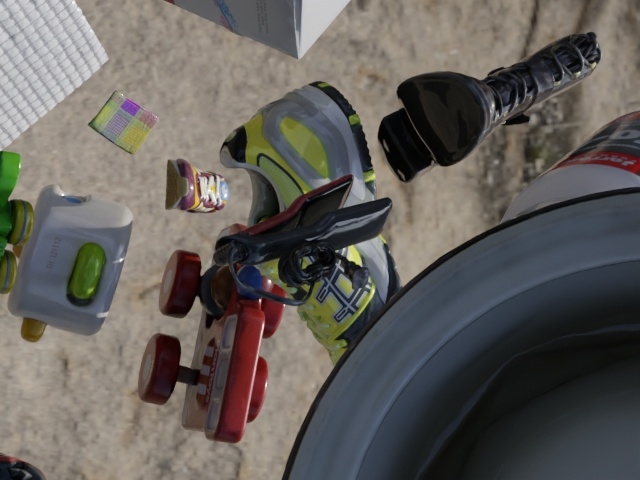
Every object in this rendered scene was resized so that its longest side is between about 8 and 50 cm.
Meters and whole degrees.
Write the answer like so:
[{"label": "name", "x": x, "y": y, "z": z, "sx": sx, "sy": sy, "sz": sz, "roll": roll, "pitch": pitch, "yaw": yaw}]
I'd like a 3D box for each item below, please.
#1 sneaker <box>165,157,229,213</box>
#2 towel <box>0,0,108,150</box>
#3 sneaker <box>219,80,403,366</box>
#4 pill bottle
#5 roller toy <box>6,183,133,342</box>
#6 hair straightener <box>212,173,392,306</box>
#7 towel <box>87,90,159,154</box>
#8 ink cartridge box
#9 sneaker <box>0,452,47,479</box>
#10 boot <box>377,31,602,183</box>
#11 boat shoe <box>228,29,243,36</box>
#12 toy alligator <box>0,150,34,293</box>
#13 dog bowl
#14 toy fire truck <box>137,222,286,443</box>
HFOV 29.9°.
[{"label": "sneaker", "x": -0.159, "y": -0.070, "z": 1.563, "sx": 0.083, "sy": 0.185, "sz": 0.070, "roll": 2, "pitch": 91, "yaw": -9}, {"label": "towel", "x": -0.446, "y": -0.274, "z": 1.649, "sx": 0.235, "sy": 0.121, "sz": 0.284, "roll": -39, "pitch": 156, "yaw": -6}, {"label": "sneaker", "x": -0.005, "y": 0.026, "z": 1.318, "sx": 0.147, "sy": 0.145, "sz": 0.385, "roll": -22, "pitch": 106, "yaw": -18}, {"label": "pill bottle", "x": 0.235, "y": 0.002, "z": 0.949, "sx": 0.283, "sy": 0.161, "sz": 0.161, "roll": -32, "pitch": 111, "yaw": -55}, {"label": "roller toy", "x": -0.353, "y": 0.027, "z": 1.657, "sx": 0.146, "sy": 0.209, "sz": 0.191, "roll": 17, "pitch": 49, "yaw": -13}, {"label": "hair straightener", "x": 0.000, "y": 0.000, "z": 0.902, "sx": 0.230, "sy": 0.089, "sz": 0.047, "roll": -19, "pitch": 137, "yaw": -61}, {"label": "towel", "x": -0.247, "y": -0.148, "z": 1.511, "sx": 0.060, "sy": 0.009, "sz": 0.083, "roll": -52, "pitch": 135, "yaw": 6}, {"label": "ink cartridge box", "x": -0.059, "y": -0.269, "z": 1.055, "sx": 0.128, "sy": 0.176, "sz": 0.127, "roll": -53, "pitch": 159, "yaw": -29}, {"label": "sneaker", "x": -0.411, "y": 0.259, "z": 1.240, "sx": 0.276, "sy": 0.135, "sz": 0.098, "roll": 6, "pitch": 81, "yaw": -4}, {"label": "boot", "x": 0.183, "y": -0.153, "z": 1.192, "sx": 0.229, "sy": 0.263, "sz": 0.091, "roll": -28, "pitch": 90, "yaw": -14}, {"label": "boat shoe", "x": -0.057, "y": -0.415, "z": 1.513, "sx": 0.113, "sy": 0.127, "sz": 0.340, "roll": 23, "pitch": 72, "yaw": -81}, {"label": "toy alligator", "x": -0.229, "y": 0.017, "z": 0.761, "sx": 0.056, "sy": 0.051, "sz": 0.190, "roll": 8, "pitch": 119, "yaw": -34}, {"label": "dog bowl", "x": 0.184, "y": 0.185, "z": 0.612, "sx": 0.150, "sy": 0.407, "sz": 0.408, "roll": 50, "pitch": 48, "yaw": -69}, {"label": "toy fire truck", "x": -0.126, "y": 0.124, "z": 1.648, "sx": 0.169, "sy": 0.254, "sz": 0.302, "roll": 16, "pitch": 78, "yaw": -19}]
